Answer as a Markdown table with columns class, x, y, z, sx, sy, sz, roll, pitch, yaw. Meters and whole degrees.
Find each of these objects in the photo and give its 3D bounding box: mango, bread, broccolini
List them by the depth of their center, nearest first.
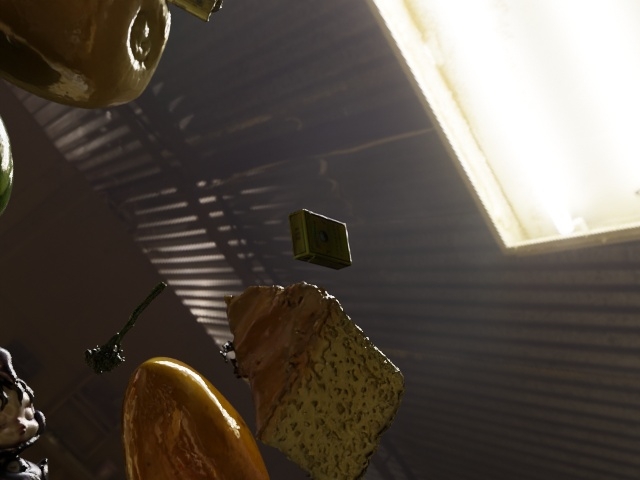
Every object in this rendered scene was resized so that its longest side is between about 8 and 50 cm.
| class | x | y | z | sx | sy | sz | roll | pitch | yaw |
| --- | --- | --- | --- | --- | --- | --- | --- | --- | --- |
| mango | -0.125 | 0.225 | 0.663 | 0.126 | 0.154 | 0.252 | -11 | -71 | 12 |
| bread | -0.062 | 0.233 | 1.081 | 0.315 | 0.279 | 0.248 | -15 | -50 | 47 |
| bread | -0.476 | -0.406 | 1.158 | 0.376 | 0.253 | 0.348 | 29 | -37 | 7 |
| broccolini | -0.421 | 0.187 | 1.491 | 0.058 | 0.254 | 0.071 | 12 | -37 | 35 |

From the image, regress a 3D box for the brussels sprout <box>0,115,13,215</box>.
| class | x | y | z | sx | sy | sz | roll | pitch | yaw |
| --- | --- | --- | --- | --- | --- | --- | --- | --- | --- |
| brussels sprout | -0.717 | -0.138 | 1.200 | 0.371 | 0.276 | 0.314 | -33 | -100 | 33 |

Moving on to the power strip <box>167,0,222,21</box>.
| class | x | y | z | sx | sy | sz | roll | pitch | yaw |
| --- | --- | --- | --- | --- | --- | --- | --- | --- | --- |
| power strip | -0.306 | -0.510 | 1.259 | 0.268 | 0.092 | 0.034 | 27 | -10 | -12 |

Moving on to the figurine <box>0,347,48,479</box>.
| class | x | y | z | sx | sy | sz | roll | pitch | yaw |
| --- | --- | --- | --- | --- | --- | --- | --- | --- | --- |
| figurine | -0.475 | 0.265 | 0.972 | 0.145 | 0.145 | 0.222 | 138 | -61 | -63 |

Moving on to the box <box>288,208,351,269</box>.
| class | x | y | z | sx | sy | sz | roll | pitch | yaw |
| --- | --- | --- | --- | --- | --- | --- | --- | --- | --- |
| box | 0.000 | 0.000 | 2.005 | 0.064 | 0.140 | 0.220 | -21 | -23 | 34 |
